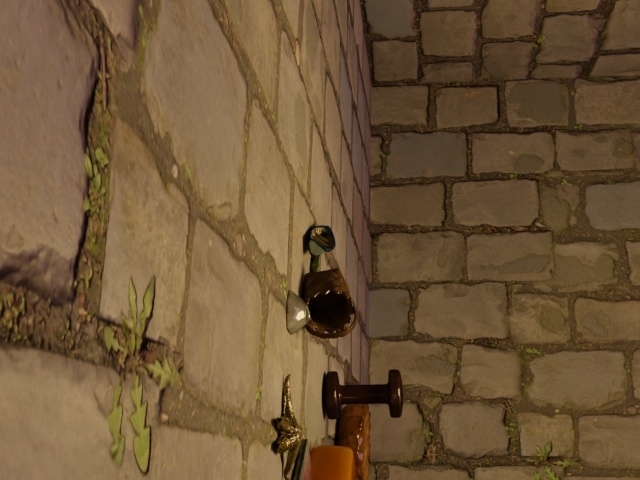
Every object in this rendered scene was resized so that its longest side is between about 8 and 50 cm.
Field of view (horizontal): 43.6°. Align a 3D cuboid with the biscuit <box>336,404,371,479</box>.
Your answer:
[{"bbox_3d":[0.109,0.680,2.630,0.326,0.107,0.326,0,90,-79],"label":"biscuit"}]

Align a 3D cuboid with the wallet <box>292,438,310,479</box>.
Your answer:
[{"bbox_3d":[-0.046,0.559,1.775,0.232,0.025,0.119,-73,160,-66],"label":"wallet"}]

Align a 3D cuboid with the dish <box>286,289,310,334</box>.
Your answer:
[{"bbox_3d":[-0.044,0.163,1.760,0.137,0.039,0.091,62,28,-71],"label":"dish"}]

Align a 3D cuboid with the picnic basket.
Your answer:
[{"bbox_3d":[0.020,0.169,1.891,0.178,0.128,0.138,-109,-173,-52],"label":"picnic basket"}]

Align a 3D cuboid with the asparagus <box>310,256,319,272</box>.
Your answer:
[{"bbox_3d":[-0.014,0.059,2.056,0.025,0.021,0.108,75,17,-47],"label":"asparagus"}]

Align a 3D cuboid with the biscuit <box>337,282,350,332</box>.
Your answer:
[{"bbox_3d":[0.068,0.206,2.605,0.174,0.039,0.183,74,17,-56],"label":"biscuit"}]

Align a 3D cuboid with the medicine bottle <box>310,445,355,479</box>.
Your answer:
[{"bbox_3d":[0.024,0.631,1.957,0.222,0.112,0.149,-80,168,-52],"label":"medicine bottle"}]

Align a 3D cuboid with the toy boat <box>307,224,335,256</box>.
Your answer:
[{"bbox_3d":[0.000,0.000,2.034,0.046,0.080,0.229,-57,-178,12],"label":"toy boat"}]

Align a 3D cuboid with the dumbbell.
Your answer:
[{"bbox_3d":[0.124,0.440,2.288,0.124,0.225,0.140,-87,173,-46],"label":"dumbbell"}]

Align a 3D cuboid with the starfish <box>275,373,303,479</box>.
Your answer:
[{"bbox_3d":[-0.063,0.382,1.630,0.223,0.050,0.217,74,9,-80],"label":"starfish"}]
